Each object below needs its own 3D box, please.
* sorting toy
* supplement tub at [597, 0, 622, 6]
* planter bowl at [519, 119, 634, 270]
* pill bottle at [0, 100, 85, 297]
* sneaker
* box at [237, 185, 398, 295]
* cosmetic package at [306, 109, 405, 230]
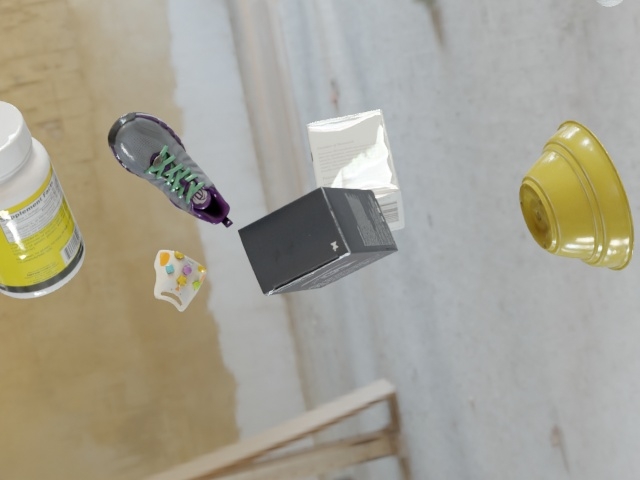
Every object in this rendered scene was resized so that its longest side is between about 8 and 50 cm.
[{"bbox_3d":[-0.213,0.064,1.769,0.045,0.083,0.075,-18,46,57],"label":"sorting toy"},{"bbox_3d":[0.508,-0.479,2.145,0.107,0.071,0.071,30,-148,-46],"label":"supplement tub"},{"bbox_3d":[0.330,-0.047,1.606,0.217,0.090,0.217,161,90,-81],"label":"planter bowl"},{"bbox_3d":[-0.343,-0.044,1.302,0.209,0.119,0.119,79,174,-46],"label":"pill bottle"},{"bbox_3d":[-0.193,-0.094,1.605,0.098,0.083,0.223,34,175,38],"label":"sneaker"},{"bbox_3d":[0.000,0.000,1.754,0.108,0.153,0.207,67,-159,9],"label":"box"},{"bbox_3d":[0.067,-0.121,2.233,0.151,0.151,0.184,76,-176,-61],"label":"cosmetic package"}]
